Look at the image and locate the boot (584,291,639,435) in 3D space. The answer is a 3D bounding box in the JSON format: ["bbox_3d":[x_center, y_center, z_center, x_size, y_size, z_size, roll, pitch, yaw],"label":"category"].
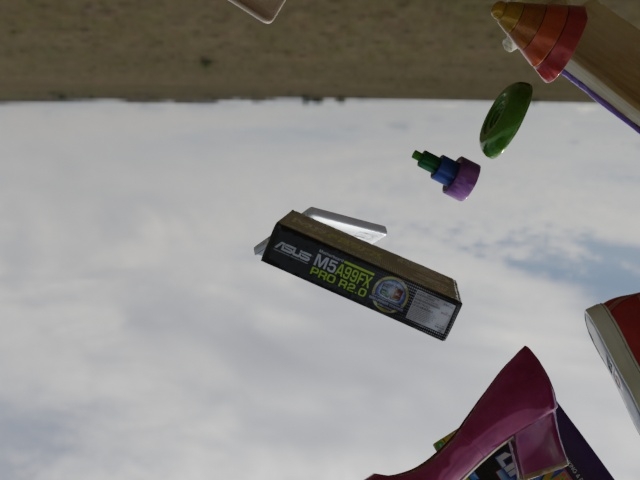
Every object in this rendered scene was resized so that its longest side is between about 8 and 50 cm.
[{"bbox_3d":[0.452,0.159,1.429,0.176,0.244,0.088,-20,153,0],"label":"boot"}]

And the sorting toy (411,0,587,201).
[{"bbox_3d":[0.247,-0.221,1.747,0.126,0.366,0.127,26,-144,-9],"label":"sorting toy"}]

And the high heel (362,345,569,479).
[{"bbox_3d":[0.104,0.183,1.077,0.244,0.117,0.082,-16,173,-3],"label":"high heel"}]

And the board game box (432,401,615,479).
[{"bbox_3d":[0.224,0.254,1.250,0.141,0.170,0.048,-33,153,-3],"label":"board game box"}]

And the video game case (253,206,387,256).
[{"bbox_3d":[0.000,0.000,2.199,0.190,0.022,0.173,13,145,-40],"label":"video game case"}]

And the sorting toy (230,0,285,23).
[{"bbox_3d":[-0.119,-0.511,2.048,0.193,0.208,0.038,31,174,-8],"label":"sorting toy"}]

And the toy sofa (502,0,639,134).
[{"bbox_3d":[0.470,-0.279,1.913,0.150,0.177,0.362,-33,-125,-16],"label":"toy sofa"}]

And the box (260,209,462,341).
[{"bbox_3d":[0.061,0.043,1.634,0.270,0.060,0.216,24,-172,2],"label":"box"}]
